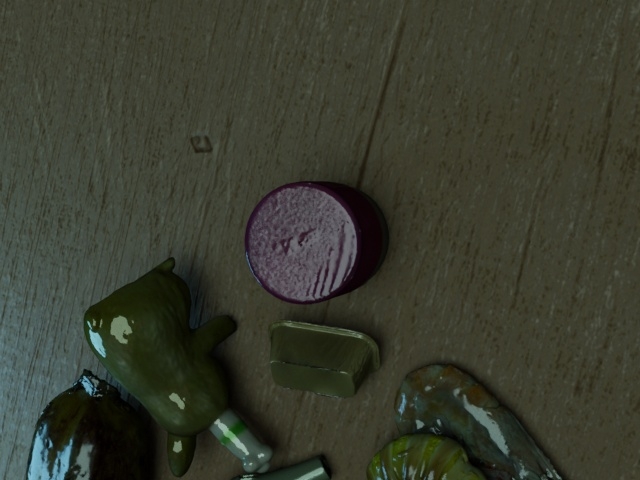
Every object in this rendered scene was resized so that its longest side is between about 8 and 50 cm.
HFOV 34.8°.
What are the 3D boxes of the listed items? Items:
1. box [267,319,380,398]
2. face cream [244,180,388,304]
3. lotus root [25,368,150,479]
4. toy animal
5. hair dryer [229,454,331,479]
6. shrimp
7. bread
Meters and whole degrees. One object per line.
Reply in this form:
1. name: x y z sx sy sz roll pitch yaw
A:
1. box: 0.001 0.175 1.560 0.177 0.111 0.111 8 95 16
2. face cream: 0.000 0.000 1.501 0.175 0.195 0.175 1 94 16
3. lotus root: -0.379 0.403 1.645 0.195 0.179 0.398 10 96 15
4. toy animal: -0.220 0.212 1.606 0.181 0.180 0.363 -29 106 23
5. hair dryer: -0.051 0.437 1.609 0.225 0.088 0.219 43 100 -2
6. shrimp: 0.237 0.317 1.516 0.317 0.062 0.164 42 115 13
7. bread: 0.156 0.387 1.497 0.213 0.104 0.213 14 119 27
